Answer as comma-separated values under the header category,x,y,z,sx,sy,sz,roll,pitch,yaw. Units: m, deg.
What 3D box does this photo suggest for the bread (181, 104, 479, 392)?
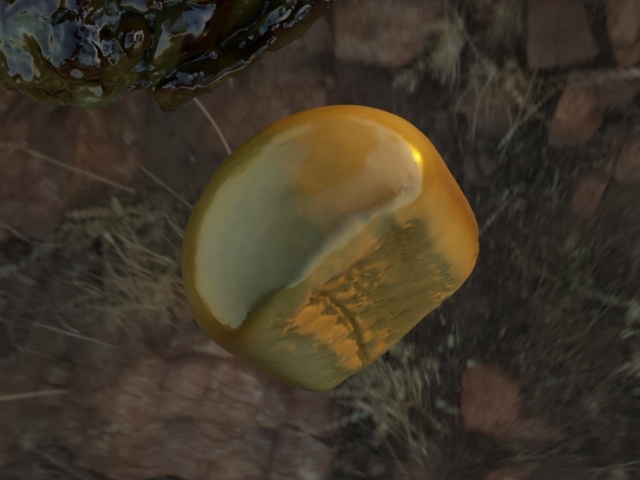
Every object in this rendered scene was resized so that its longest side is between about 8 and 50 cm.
category,x,y,z,sx,sy,sz,roll,pitch,yaw
bread,0.000,0.000,0.894,0.147,0.217,0.098,-42,71,-4

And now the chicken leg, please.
category,x,y,z,sx,sy,sz,roll,pitch,yaw
chicken leg,-0.057,-0.210,1.112,0.361,0.140,0.211,-36,70,-8
